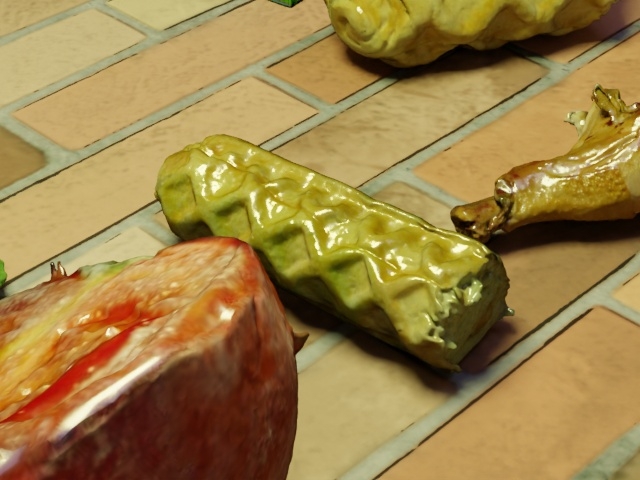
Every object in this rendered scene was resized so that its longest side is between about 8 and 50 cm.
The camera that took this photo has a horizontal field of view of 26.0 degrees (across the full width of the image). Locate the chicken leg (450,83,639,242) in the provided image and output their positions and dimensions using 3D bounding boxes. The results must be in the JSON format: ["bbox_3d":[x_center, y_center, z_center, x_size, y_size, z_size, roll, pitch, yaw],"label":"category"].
[{"bbox_3d":[0.188,-0.053,1.021,0.207,0.085,0.101,-19,74,-13],"label":"chicken leg"}]

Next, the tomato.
[{"bbox_3d":[-0.135,0.138,0.705,0.309,0.170,0.309,-31,16,10],"label":"tomato"}]

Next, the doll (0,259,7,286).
[{"bbox_3d":[-0.289,-0.006,0.991,0.115,0.050,0.190,-18,43,-25],"label":"doll"}]

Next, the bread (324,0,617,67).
[{"bbox_3d":[0.129,-0.236,1.227,0.267,0.130,0.152,-14,44,-16],"label":"bread"}]

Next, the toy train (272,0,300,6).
[{"bbox_3d":[-0.101,-0.282,1.359,0.209,0.042,0.044,23,42,27],"label":"toy train"}]

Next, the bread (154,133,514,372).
[{"bbox_3d":[-0.001,0.000,0.947,0.269,0.087,0.098,25,45,28],"label":"bread"}]
